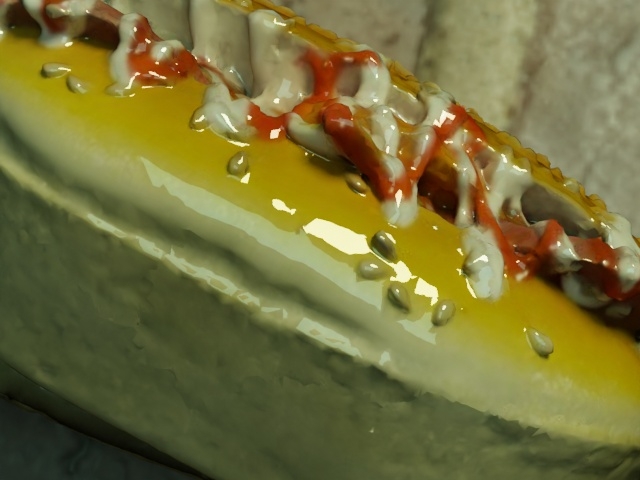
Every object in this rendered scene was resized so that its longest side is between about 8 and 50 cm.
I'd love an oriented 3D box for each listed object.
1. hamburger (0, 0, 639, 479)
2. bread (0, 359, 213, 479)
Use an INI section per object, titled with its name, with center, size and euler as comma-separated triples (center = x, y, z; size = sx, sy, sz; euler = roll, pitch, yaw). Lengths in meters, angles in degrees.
[hamburger]
center = 0.000, 0.000, 0.499
size = 0.295, 0.227, 0.151
euler = 24, 99, 6
[bread]
center = -0.085, 0.058, 0.557
size = 0.214, 0.073, 0.053
euler = 22, 85, 8
